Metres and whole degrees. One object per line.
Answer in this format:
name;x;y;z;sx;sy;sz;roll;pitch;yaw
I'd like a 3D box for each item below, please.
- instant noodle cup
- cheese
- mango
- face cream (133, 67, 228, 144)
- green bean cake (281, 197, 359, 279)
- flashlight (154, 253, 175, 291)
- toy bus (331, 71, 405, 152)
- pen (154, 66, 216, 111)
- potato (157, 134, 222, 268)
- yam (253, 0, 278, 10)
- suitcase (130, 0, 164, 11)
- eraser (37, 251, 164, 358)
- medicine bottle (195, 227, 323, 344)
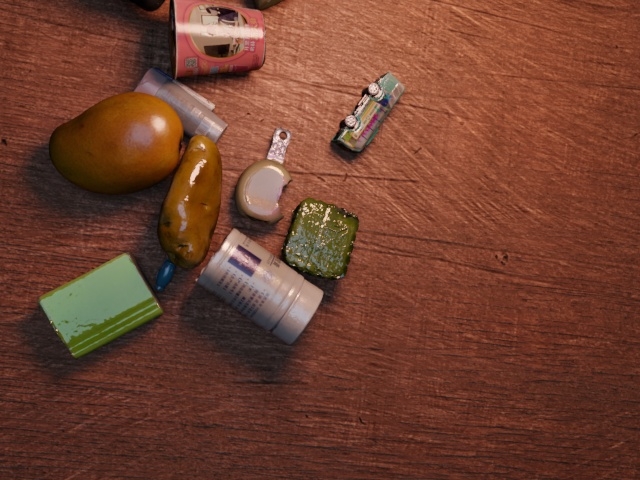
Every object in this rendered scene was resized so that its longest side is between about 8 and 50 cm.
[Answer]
instant noodle cup;-0.288;-0.559;1.765;0.254;0.244;0.244;-2;91;-17
cheese;-0.147;-0.190;1.854;0.163;0.082;0.287;22;87;-9
mango;-0.550;-0.256;1.724;0.377;0.221;0.264;-10;104;6
face cream;-0.398;-0.373;1.815;0.269;0.073;0.107;34;88;-8
green bean cake;0.000;0.000;1.855;0.200;0.113;0.214;21;79;-11
flashlight;-0.438;0.085;1.831;0.051;0.051;0.129;23;90;-9
toy bus;0.140;-0.380;1.893;0.109;0.091;0.262;37;87;-14
pen;-0.393;-0.436;1.840;0.204;0.025;0.025;33;86;-7
potato;-0.356;-0.106;1.762;0.195;0.176;0.369;18;80;-46
yam;-0.150;-0.798;1.802;0.161;0.161;0.268;-19;93;-8
suitcase;-0.544;-0.822;1.698;0.433;0.194;0.283;34;84;8
eraser;-0.611;0.181;1.787;0.274;0.092;0.210;-30;96;-8
medicine bottle;-0.167;0.133;1.802;0.332;0.190;0.190;36;86;-8
